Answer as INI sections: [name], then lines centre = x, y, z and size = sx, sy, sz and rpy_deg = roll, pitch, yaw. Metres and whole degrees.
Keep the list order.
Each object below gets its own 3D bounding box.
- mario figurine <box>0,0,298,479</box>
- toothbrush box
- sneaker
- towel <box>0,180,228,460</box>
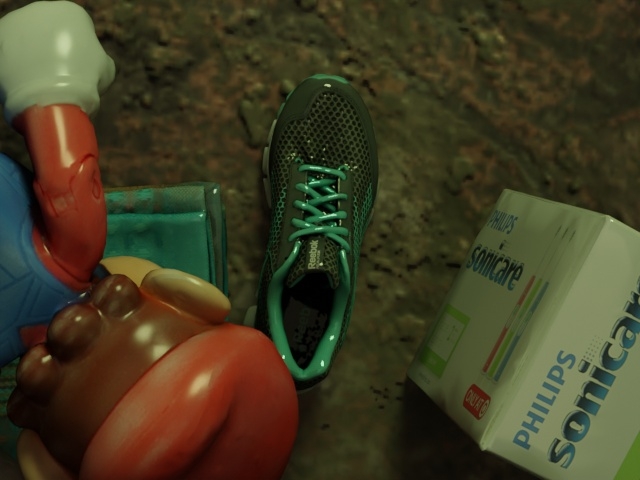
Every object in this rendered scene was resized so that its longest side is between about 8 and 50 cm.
[mario figurine]
centre = -0.147, 0.016, 0.884
size = 0.320, 0.198, 0.170
rpy_deg = 40, 49, -9
[toothbrush box]
centre = 0.204, 0.093, 0.919
size = 0.283, 0.206, 0.122
rpy_deg = 28, 91, -9
[sneaker]
centre = 0.000, 0.000, 0.952
size = 0.065, 0.076, 0.167
rpy_deg = 5, 94, -8
[towel]
centre = -0.223, 0.118, 0.954
size = 0.370, 0.040, 0.272
rpy_deg = -4, 94, -6
